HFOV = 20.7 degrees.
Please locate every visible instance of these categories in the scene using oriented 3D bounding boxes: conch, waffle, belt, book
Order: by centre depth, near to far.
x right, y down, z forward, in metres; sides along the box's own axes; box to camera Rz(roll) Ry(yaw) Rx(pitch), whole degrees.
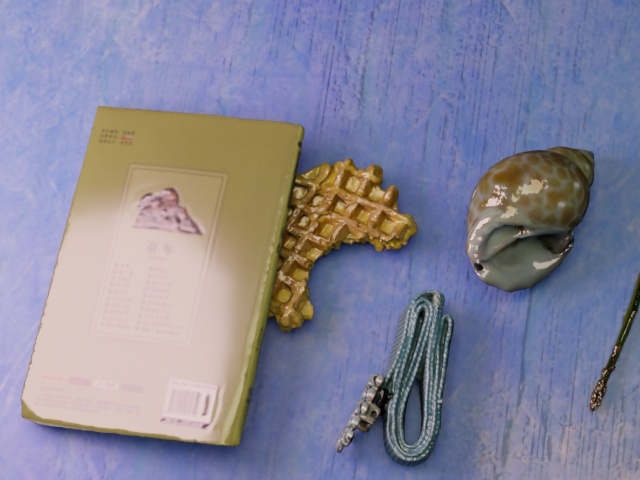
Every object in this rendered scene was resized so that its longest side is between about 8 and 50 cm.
[{"bbox_3d":[0.081,0.136,1.775,0.100,0.065,0.179,13,71,-2],"label":"belt"},{"bbox_3d":[0.211,-0.033,1.802,0.116,0.106,0.173,27,94,-12],"label":"conch"},{"bbox_3d":[-0.160,0.034,1.807,0.239,0.035,0.352,6,72,18],"label":"book"},{"bbox_3d":[0.000,0.001,1.824,0.194,0.051,0.149,-27,71,-5],"label":"waffle"}]

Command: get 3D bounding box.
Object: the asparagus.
[{"bbox_3d":[0.308,0.100,1.797,0.013,0.016,0.166,33,71,-31],"label":"asparagus"}]
